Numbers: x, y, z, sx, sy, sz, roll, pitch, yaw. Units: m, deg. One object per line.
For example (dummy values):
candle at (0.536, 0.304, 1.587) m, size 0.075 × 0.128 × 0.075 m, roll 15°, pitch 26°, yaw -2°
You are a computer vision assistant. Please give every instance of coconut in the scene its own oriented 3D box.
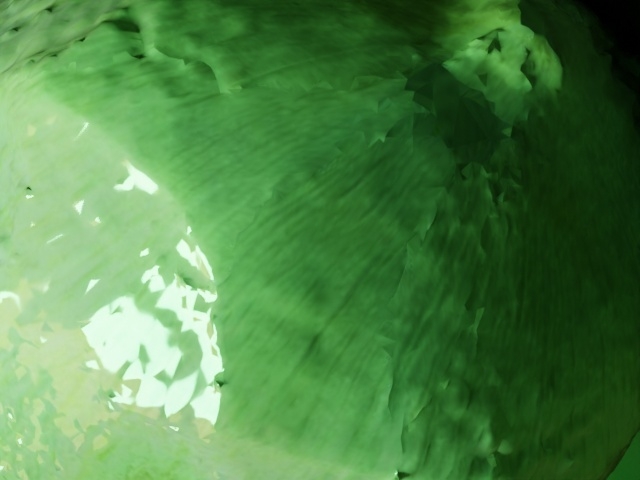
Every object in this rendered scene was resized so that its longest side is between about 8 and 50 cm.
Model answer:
coconut at (0.000, 0.000, 0.970) m, size 0.404 × 0.405 × 0.404 m, roll 59°, pitch 170°, yaw 17°
